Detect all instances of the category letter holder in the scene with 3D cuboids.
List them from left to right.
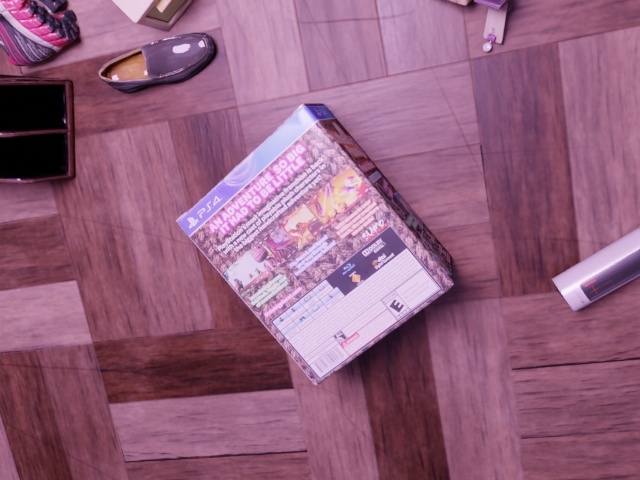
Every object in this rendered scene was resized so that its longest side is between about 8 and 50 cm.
[{"bbox_3d":[-0.547,-0.166,0.855,0.301,0.214,0.152,6,104,10],"label":"letter holder"}]

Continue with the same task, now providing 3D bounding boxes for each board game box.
[{"bbox_3d":[0.000,0.000,0.820,0.232,0.141,0.291,-39,93,17],"label":"board game box"}]

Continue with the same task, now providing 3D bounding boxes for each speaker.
[{"bbox_3d":[0.381,0.039,0.798,0.136,0.055,0.055,-34,94,17],"label":"speaker"}]

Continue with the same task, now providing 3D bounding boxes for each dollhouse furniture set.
[{"bbox_3d":[0.199,-0.305,0.781,0.114,0.091,0.081,30,150,26],"label":"dollhouse furniture set"}]

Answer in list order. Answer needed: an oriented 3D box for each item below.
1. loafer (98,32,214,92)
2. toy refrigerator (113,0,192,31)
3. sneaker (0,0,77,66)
[{"bbox_3d":[-0.233,-0.251,0.852,0.170,0.061,0.062,-19,97,14],"label":"loafer"},{"bbox_3d":[-0.165,-0.407,0.782,0.094,0.102,0.269,45,106,-1],"label":"toy refrigerator"},{"bbox_3d":[-0.471,-0.342,0.783,0.112,0.121,0.299,-26,138,20],"label":"sneaker"}]
